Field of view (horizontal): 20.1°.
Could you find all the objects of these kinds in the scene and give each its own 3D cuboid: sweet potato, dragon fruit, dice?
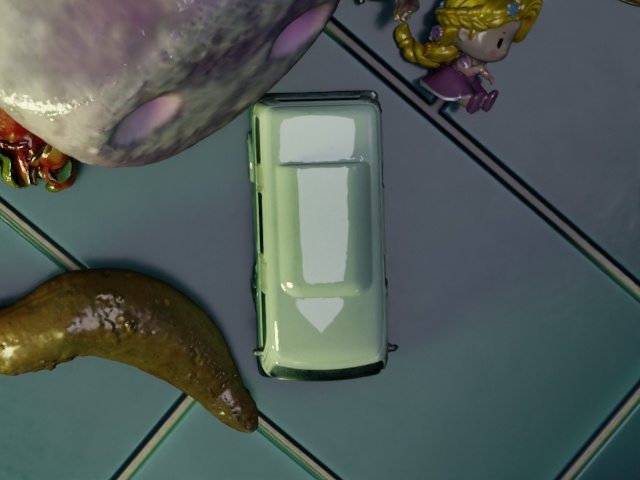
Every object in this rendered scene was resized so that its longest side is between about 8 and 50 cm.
[{"bbox_3d":[-0.195,0.086,1.684,0.310,0.098,0.124,13,116,-6],"label":"sweet potato"},{"bbox_3d":[-0.275,-0.116,1.650,0.138,0.142,0.175,-22,121,-35],"label":"dragon fruit"},{"bbox_3d":[-0.159,-0.239,1.531,0.270,0.271,0.270,-43,77,20],"label":"dice"}]

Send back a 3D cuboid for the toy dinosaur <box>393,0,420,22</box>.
[{"bbox_3d":[0.064,-0.312,1.624,0.072,0.251,0.200,-20,117,34],"label":"toy dinosaur"}]

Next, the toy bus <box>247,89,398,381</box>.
[{"bbox_3d":[0.000,0.000,1.652,0.133,0.165,0.271,-2,95,-4],"label":"toy bus"}]

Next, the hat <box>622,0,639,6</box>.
[{"bbox_3d":[0.321,-0.293,1.697,0.146,0.067,0.146,0,94,-3],"label":"hat"}]

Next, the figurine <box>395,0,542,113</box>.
[{"bbox_3d":[0.139,-0.211,1.685,0.115,0.095,0.156,31,111,15],"label":"figurine"}]

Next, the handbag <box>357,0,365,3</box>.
[{"bbox_3d":[0.071,-0.267,1.693,0.072,0.047,0.111,44,89,-6],"label":"handbag"}]
